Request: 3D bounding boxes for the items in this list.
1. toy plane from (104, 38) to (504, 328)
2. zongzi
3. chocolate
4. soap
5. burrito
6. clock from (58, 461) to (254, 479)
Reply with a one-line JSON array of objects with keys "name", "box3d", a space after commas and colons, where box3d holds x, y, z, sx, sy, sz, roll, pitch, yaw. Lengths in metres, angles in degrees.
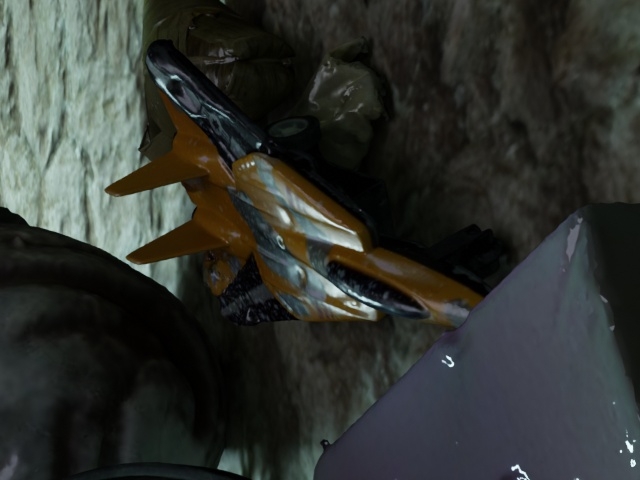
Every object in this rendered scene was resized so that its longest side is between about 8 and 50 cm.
[{"name": "toy plane", "box3d": [0.009, -0.006, 0.904, 0.316, 0.103, 0.204, 15, 128, 43]}, {"name": "zongzi", "box3d": [-0.078, -0.155, 1.104, 0.160, 0.078, 0.176, -25, 67, 54]}, {"name": "chocolate", "box3d": [-0.187, 0.129, 1.133, 0.213, 0.303, 0.303, 2, 94, 35]}, {"name": "soap", "box3d": [0.123, 0.170, 0.720, 0.296, 0.107, 0.285, -53, 45, 49]}, {"name": "burrito", "box3d": [-0.020, -0.036, 1.028, 0.229, 0.063, 0.058, -54, 5, 39]}, {"name": "clock", "box3d": [-0.106, 0.292, 0.954, 0.066, 0.319, 0.319, 60, -162, -73]}]
